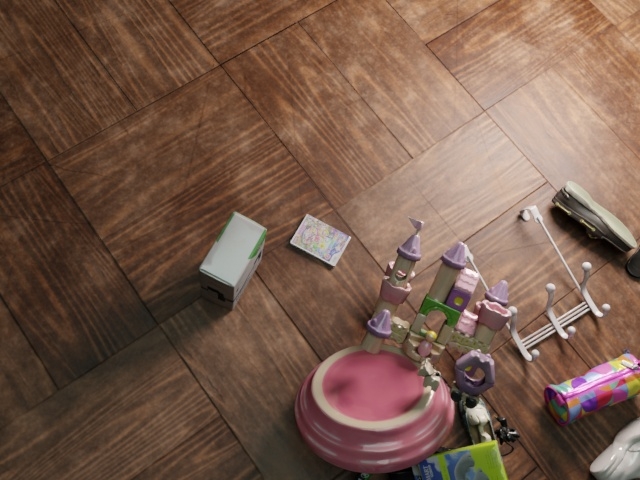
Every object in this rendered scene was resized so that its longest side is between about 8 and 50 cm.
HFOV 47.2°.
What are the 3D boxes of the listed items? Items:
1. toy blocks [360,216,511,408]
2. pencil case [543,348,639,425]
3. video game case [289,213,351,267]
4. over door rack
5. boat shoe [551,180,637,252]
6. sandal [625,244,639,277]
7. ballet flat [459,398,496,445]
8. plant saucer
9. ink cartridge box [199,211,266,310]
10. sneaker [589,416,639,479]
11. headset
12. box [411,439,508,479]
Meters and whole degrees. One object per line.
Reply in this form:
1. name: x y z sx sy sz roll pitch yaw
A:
1. toy blocks: 0.260 0.126 1.527 0.289 0.309 0.260 25 108 7
2. pencil case: 0.622 0.330 1.643 0.236 0.104 0.104 -21 73 -12
3. video game case: 0.000 0.000 1.756 0.122 0.011 0.087 28 69 5
4. over door rack: 0.496 0.088 1.719 0.240 0.108 0.324 -27 74 -15
5. boat shoe: 0.676 -0.048 1.811 0.228 0.068 0.081 44 32 7
6. sandal: 0.819 0.017 1.811 0.067 0.040 0.179 36 70 9
7. ballet flat: 0.355 0.417 1.602 0.070 0.070 0.188 -13 71 -10
8. plant saucer: 0.110 0.323 1.510 0.332 0.084 0.332 -3 33 2
9. ink cartridge box: -0.194 0.051 1.615 0.087 0.208 0.153 27 70 2
10. sneaker: 0.694 0.473 1.616 0.212 0.080 0.094 -39 89 -10
11. headset: 0.237 0.507 1.492 0.394 0.185 0.243 -36 77 -5
12. box: 0.268 0.460 1.417 0.178 0.042 0.109 -17 78 14
